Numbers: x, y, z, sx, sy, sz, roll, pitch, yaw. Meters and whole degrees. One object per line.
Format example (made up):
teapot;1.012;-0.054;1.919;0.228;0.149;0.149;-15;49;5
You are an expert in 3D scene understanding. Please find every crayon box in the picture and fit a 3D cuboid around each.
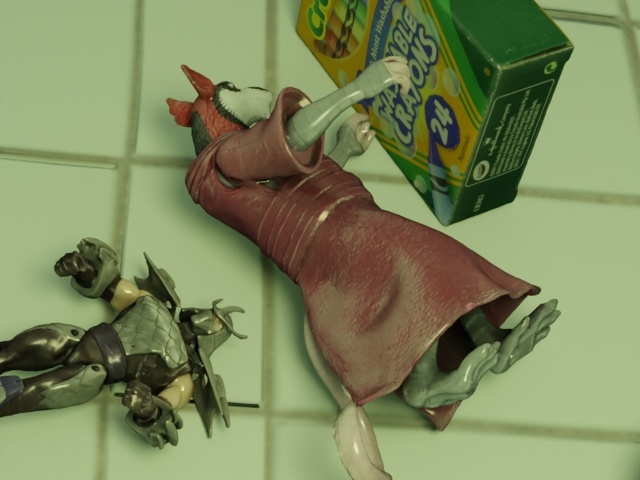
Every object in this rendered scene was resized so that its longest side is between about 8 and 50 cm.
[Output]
crayon box;0.077;-0.199;1.312;0.083;0.203;0.323;-20;58;-24

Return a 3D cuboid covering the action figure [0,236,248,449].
action figure;-0.183;0.090;1.100;0.285;0.099;0.185;-14;47;-26

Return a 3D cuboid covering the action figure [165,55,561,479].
action figure;0.000;0.000;1.184;0.370;0.248;0.275;37;82;17
